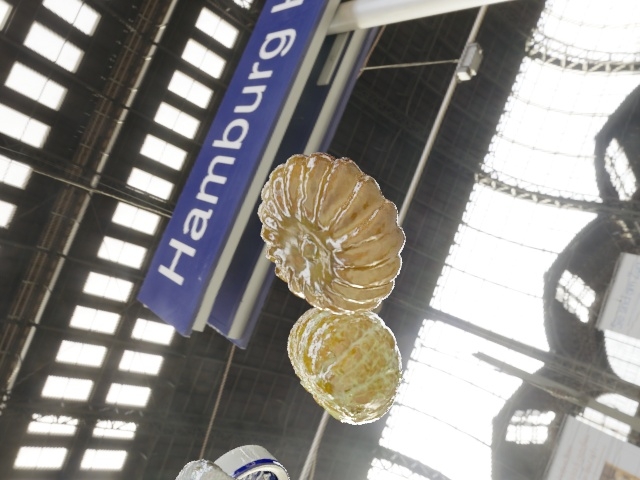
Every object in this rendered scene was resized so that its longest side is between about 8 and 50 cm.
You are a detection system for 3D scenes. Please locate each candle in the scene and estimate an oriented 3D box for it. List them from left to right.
[{"bbox_3d":[-0.160,0.392,0.640,0.192,0.168,0.068,64,-145,-25],"label":"candle"}]

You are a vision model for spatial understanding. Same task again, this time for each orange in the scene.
[{"bbox_3d":[0.065,0.312,1.174,0.249,0.329,0.329,-28,-60,-20],"label":"orange"}]

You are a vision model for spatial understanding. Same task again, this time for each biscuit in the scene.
[{"bbox_3d":[0.000,0.000,0.831,0.107,0.326,0.325,-31,-59,-43],"label":"biscuit"}]

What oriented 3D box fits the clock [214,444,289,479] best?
[{"bbox_3d":[-0.181,0.580,0.998,0.230,0.083,0.230,-15,-65,-35],"label":"clock"}]
